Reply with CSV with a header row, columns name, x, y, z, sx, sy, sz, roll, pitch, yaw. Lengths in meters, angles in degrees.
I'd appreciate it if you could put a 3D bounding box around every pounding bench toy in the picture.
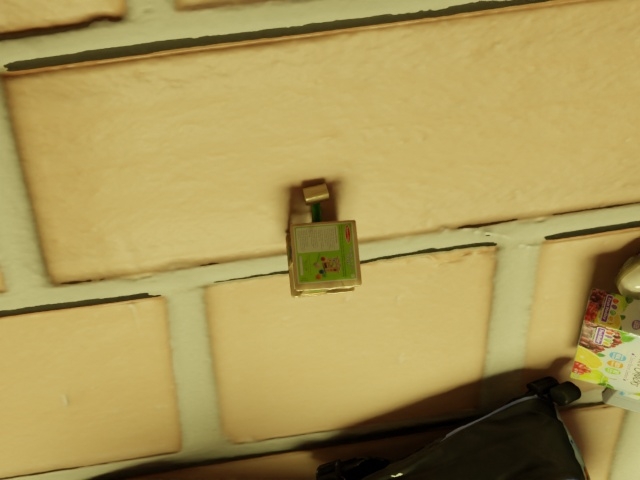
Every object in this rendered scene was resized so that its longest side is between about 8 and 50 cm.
name,x,y,z,sx,sy,sz,roll,pitch,yaw
pounding bench toy,0.000,0.000,1.337,0.052,0.083,0.065,-5,174,-6

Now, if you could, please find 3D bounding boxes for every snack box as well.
name,x,y,z,sx,sy,sz,roll,pitch,yaw
snack box,0.279,0.096,1.493,0.100,0.037,0.141,14,157,10

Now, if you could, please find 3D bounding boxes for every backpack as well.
name,x,y,z,sx,sy,sz,roll,pitch,yaw
backpack,0.165,0.292,1.646,0.276,0.213,0.263,-22,153,8

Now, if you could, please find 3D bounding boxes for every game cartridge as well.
name,x,y,z,sx,sy,sz,roll,pitch,yaw
game cartridge,0.314,0.137,1.630,0.056,0.017,0.083,20,132,-30

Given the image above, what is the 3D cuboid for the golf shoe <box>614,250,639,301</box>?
name,x,y,z,sx,sy,sz,roll,pitch,yaw
golf shoe,0.348,0.044,1.460,0.186,0.086,0.067,0,142,-14
